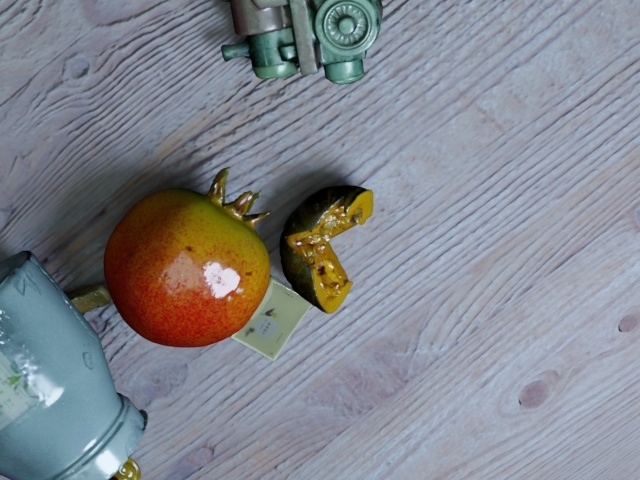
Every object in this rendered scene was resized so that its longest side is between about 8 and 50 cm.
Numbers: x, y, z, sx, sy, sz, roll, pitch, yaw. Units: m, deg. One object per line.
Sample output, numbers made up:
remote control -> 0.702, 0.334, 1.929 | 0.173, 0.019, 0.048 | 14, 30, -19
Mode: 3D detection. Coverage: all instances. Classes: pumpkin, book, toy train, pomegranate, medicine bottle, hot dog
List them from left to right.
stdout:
medicine bottle -> -0.395, 0.197, 1.382 | 0.245, 0.245, 0.290 | -37, 107, 3
hot dog -> -0.337, 0.083, 1.465 | 0.090, 0.034, 0.030 | -18, 119, 18
pomegranate -> -0.169, 0.021, 1.383 | 0.221, 0.221, 0.256 | 30, 92, -15
book -> -0.071, 0.116, 1.519 | 0.077, 0.014, 0.111 | 32, 99, -14
toy train -> -0.038, -0.346, 1.336 | 0.221, 0.150, 0.304 | -8, 108, 5
pumpkin -> 0.000, 0.000, 1.446 | 0.107, 0.119, 0.183 | 22, 98, 24

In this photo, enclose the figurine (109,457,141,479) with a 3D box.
figurine -> -0.315, 0.386, 1.502 | 0.082, 0.098, 0.154 | 33, 62, -12
